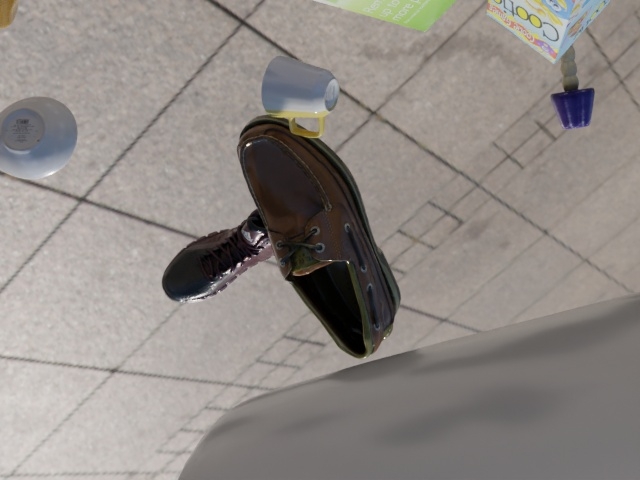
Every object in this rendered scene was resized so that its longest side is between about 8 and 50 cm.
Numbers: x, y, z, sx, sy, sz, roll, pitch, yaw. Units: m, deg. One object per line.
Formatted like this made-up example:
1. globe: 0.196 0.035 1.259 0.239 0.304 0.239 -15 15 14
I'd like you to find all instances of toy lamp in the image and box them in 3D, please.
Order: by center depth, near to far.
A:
1. toy lamp: 0.434 -0.334 1.436 0.080 0.275 0.080 -10 -171 2

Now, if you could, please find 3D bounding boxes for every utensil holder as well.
1. utensil holder: 0.140 0.203 0.483 0.385 0.328 0.327 -19 161 33

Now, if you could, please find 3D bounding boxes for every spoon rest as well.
1. spoon rest: -0.522 -0.167 1.301 0.276 0.137 0.084 3 169 1

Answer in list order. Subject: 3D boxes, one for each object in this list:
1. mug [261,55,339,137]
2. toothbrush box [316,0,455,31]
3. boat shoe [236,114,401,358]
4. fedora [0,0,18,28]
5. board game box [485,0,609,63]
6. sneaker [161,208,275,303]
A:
1. mug: -0.014 -0.148 0.825 0.078 0.064 0.062 47 59 -62
2. toothbrush box: 0.059 -0.391 1.011 0.283 0.122 0.206 11 160 -21
3. boat shoe: 0.000 0.000 0.940 0.110 0.307 0.104 -23 -157 31
4. fedora: -0.424 -0.309 1.003 0.194 0.194 0.079 -20 131 -23
5. board game box: 0.343 -0.400 1.171 0.144 0.142 0.275 -48 166 -4
6. sneaker: -0.153 0.007 1.414 0.281 0.106 0.162 -30 171 -11
